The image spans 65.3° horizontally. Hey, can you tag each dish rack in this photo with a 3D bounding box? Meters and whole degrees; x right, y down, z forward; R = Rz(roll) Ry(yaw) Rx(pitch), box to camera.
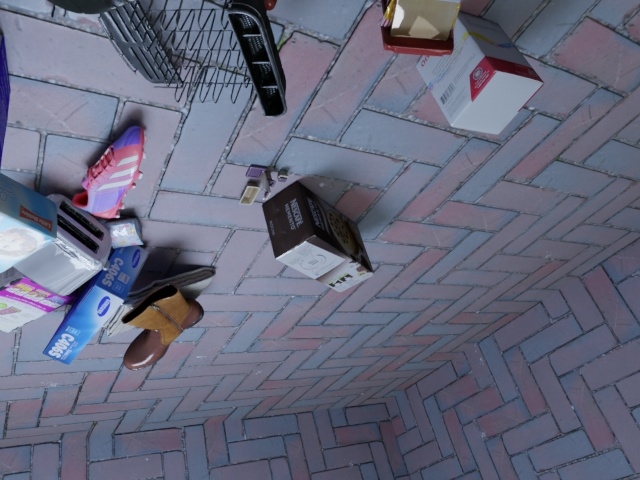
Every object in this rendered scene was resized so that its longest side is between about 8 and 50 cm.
[{"bbox_3d":[-0.191,-0.281,0.748,0.272,0.074,0.208,5,155,11],"label":"dish rack"}]

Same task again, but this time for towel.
[{"bbox_3d":[-0.431,0.161,1.344,0.282,0.049,0.187,-18,161,-49],"label":"towel"}]

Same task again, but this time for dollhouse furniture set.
[{"bbox_3d":[0.032,-0.406,0.712,0.374,0.152,0.201,5,146,-2],"label":"dollhouse furniture set"},{"bbox_3d":[-0.129,-0.098,1.133,0.091,0.081,0.114,4,142,-30],"label":"dollhouse furniture set"}]

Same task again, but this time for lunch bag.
[{"bbox_3d":[-0.445,-0.022,1.131,0.071,0.053,0.083,-10,157,-7],"label":"lunch bag"}]

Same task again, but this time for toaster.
[{"bbox_3d":[-0.546,0.002,1.028,0.146,0.129,0.227,-27,127,17],"label":"toaster"}]

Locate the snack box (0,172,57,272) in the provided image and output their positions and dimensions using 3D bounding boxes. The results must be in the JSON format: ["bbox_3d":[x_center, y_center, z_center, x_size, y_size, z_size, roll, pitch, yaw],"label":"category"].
[{"bbox_3d":[-0.467,0.012,0.517,0.322,0.060,0.187,-28,146,14],"label":"snack box"}]

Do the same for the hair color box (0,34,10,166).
[{"bbox_3d":[-0.520,-0.140,0.638,0.185,0.338,0.110,0,145,-25],"label":"hair color box"}]

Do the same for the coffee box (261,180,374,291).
[{"bbox_3d":[0.000,0.000,1.266,0.119,0.168,0.297,-31,146,21],"label":"coffee box"}]

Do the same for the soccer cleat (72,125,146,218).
[{"bbox_3d":[-0.406,-0.129,0.963,0.095,0.083,0.248,12,141,-31],"label":"soccer cleat"}]

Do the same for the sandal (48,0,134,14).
[{"bbox_3d":[-0.253,-0.370,0.636,0.303,0.086,0.120,-3,145,8],"label":"sandal"}]

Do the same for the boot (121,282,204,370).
[{"bbox_3d":[-0.432,0.231,1.275,0.264,0.096,0.280,-32,166,-7],"label":"boot"}]

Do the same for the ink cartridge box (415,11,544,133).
[{"bbox_3d":[0.286,-0.307,0.919,0.127,0.176,0.128,0,145,-30],"label":"ink cartridge box"}]

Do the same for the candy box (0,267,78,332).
[{"bbox_3d":[-0.738,0.132,1.212,0.233,0.071,0.159,-25,148,11],"label":"candy box"}]

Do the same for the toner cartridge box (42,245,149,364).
[{"bbox_3d":[-0.558,0.156,1.235,0.075,0.165,0.348,34,127,-22],"label":"toner cartridge box"}]
